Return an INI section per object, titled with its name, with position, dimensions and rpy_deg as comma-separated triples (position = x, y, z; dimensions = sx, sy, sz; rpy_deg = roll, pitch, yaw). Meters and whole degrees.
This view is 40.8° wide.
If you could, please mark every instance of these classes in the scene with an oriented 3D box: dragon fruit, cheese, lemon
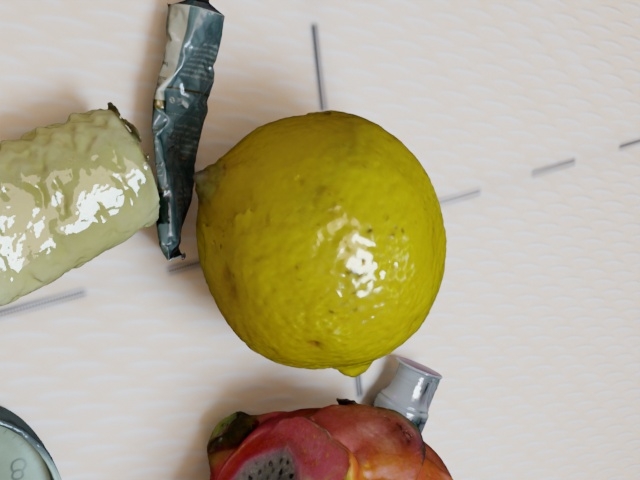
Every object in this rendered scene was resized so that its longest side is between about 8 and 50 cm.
[dragon fruit]
position = -0.009, 0.282, 0.824
dimensions = 0.189, 0.290, 0.291
rpy_deg = 31, 82, -29
[cheese]
position = -0.225, -0.030, 0.712
dimensions = 0.167, 0.094, 0.123
rpy_deg = -30, 128, -25
[lemon]
position = 0.002, 0.007, 0.801
dimensions = 0.228, 0.228, 0.253
rpy_deg = -39, 129, -22

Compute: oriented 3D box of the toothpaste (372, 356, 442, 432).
[toothpaste]
position = 0.053, 0.295, 1.003
dimensions = 0.100, 0.066, 0.323
rpy_deg = 20, 94, -36

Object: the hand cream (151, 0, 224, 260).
[hand cream]
position = -0.120, -0.104, 0.788
dimensions = 0.075, 0.052, 0.248
rpy_deg = -12, 107, -76

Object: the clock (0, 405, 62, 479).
[clock]
position = -0.331, 0.244, 0.729
dimensions = 0.226, 0.049, 0.226
rpy_deg = -7, 103, -33
